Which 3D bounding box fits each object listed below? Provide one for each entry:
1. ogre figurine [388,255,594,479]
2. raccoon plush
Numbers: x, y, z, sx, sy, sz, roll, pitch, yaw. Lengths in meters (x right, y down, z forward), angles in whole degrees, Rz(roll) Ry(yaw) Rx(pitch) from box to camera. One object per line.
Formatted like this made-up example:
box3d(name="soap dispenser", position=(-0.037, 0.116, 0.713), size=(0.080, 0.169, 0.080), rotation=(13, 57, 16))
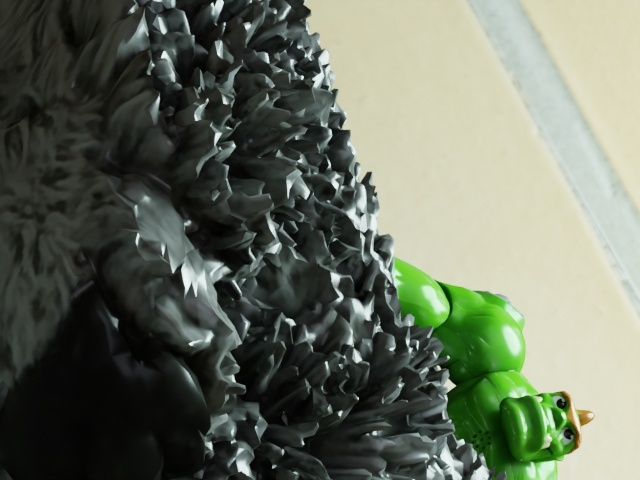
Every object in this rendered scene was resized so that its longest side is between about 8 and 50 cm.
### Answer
box3d(name="ogre figurine", position=(0.048, 0.088, 0.746), size=(0.118, 0.097, 0.197), rotation=(-2, 52, -29))
box3d(name="raccoon plush", position=(0.000, 0.000, 0.594), size=(0.299, 0.216, 0.446), rotation=(32, 66, -38))
